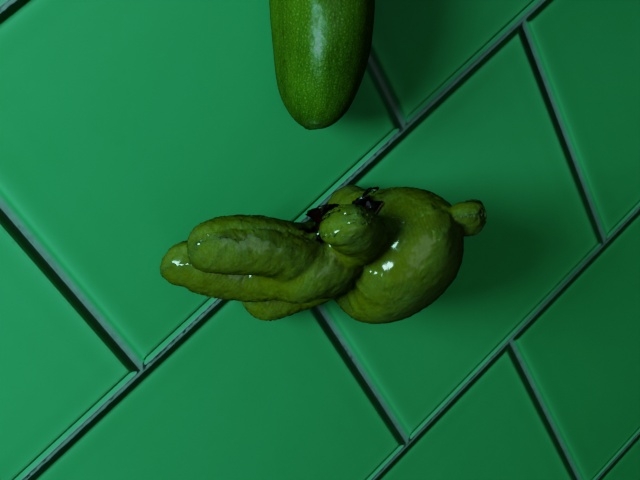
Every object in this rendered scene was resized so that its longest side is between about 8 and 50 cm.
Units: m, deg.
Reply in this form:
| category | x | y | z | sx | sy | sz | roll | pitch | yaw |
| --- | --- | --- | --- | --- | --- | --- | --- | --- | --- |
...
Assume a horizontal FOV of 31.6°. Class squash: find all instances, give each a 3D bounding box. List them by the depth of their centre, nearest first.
| category | x | y | z | sx | sy | sz | roll | pitch | yaw |
| --- | --- | --- | --- | --- | --- | --- | --- | --- | --- |
| squash | -0.005 | -0.183 | 0.661 | 0.069 | 0.069 | 0.258 | -25 | 125 | -27 |

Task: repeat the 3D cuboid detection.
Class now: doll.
| category | x | y | z | sx | sy | sz | roll | pitch | yaw |
| --- | --- | --- | --- | --- | --- | --- | --- | --- | --- |
| doll | 0.000 | 0.000 | 0.745 | 0.209 | 0.097 | 0.137 | 5 | 146 | -32 |
